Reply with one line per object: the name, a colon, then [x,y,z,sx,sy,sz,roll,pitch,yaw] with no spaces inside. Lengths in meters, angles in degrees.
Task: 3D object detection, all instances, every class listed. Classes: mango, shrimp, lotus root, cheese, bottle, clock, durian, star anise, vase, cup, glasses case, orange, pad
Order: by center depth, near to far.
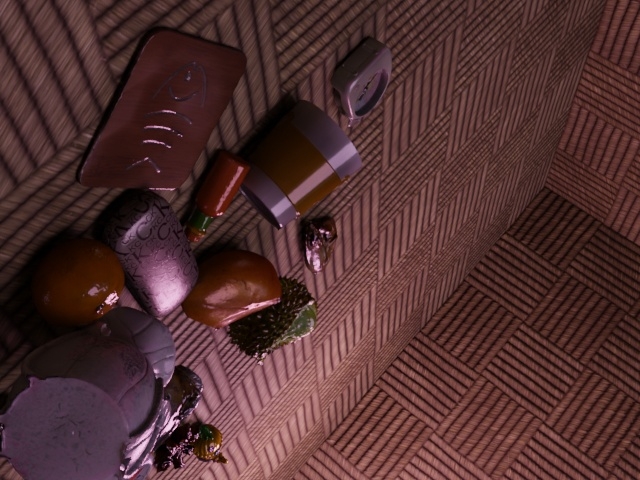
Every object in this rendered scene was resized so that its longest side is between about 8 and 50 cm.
orange: [-0.395,0.073,1.459,0.156,0.124,0.156,-44,156,-25]
pad: [-0.253,-0.207,1.475,0.284,0.018,0.286,-59,160,16]
vase: [-0.367,0.251,1.498,0.250,0.250,0.445,-57,-175,8]
glasses case: [-0.307,0.033,1.645,0.137,0.085,0.355,-48,159,-19]
bottle: [-0.207,-0.081,1.713,0.187,0.069,0.069,-57,160,14]
cup: [-0.056,-0.149,1.820,0.226,0.185,0.241,-44,-171,-11]
lotus root: [-0.413,0.389,1.894,0.349,0.175,0.175,-39,155,-25]
mango: [-0.205,0.102,1.918,0.187,0.138,0.257,-41,159,13]
clock: [0.090,-0.338,1.955,0.151,0.062,0.191,-48,159,-18]
cheese: [-0.481,0.584,2.170,0.177,0.069,0.270,-16,138,-59]
durian: [-0.121,0.190,2.180,0.237,0.176,0.200,-40,147,-46]
shrimp: [-0.001,0.000,2.306,0.145,0.061,0.267,-59,158,-11]
star anise: [-0.381,0.547,2.359,0.168,0.057,0.168,-40,146,-35]

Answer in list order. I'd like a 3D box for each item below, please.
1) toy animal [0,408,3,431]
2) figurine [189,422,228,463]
toy animal: [-0.507,0.324,1.648,0.216,0.074,0.176,-11,153,-20]
figurine: [-0.305,0.567,2.472,0.095,0.114,0.156,-52,160,-37]
